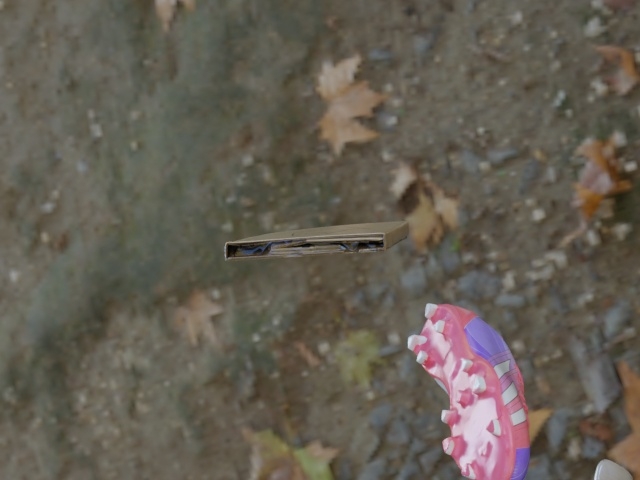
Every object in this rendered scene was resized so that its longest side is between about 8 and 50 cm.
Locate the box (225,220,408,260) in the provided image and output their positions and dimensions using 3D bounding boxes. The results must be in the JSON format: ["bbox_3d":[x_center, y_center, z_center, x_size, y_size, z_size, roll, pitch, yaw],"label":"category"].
[{"bbox_3d":[0.000,0.000,1.578,0.164,0.201,0.021,-4,94,10],"label":"box"}]

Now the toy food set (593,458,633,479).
[{"bbox_3d":[0.168,0.336,1.370,0.306,0.092,0.220,138,149,-58],"label":"toy food set"}]

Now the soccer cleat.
[{"bbox_3d":[0.148,0.134,1.302,0.083,0.095,0.248,-65,21,20],"label":"soccer cleat"}]
